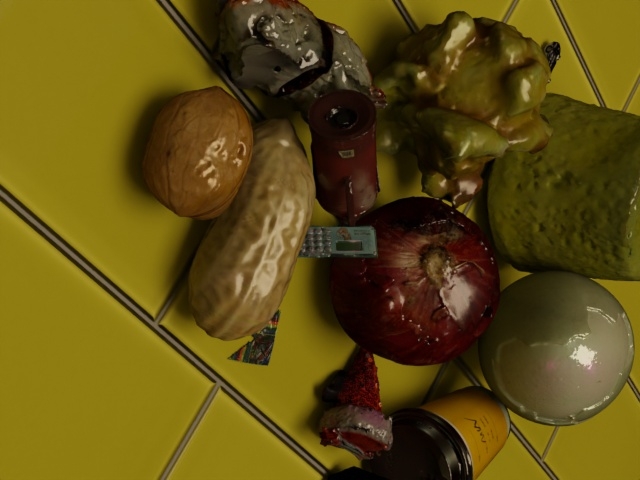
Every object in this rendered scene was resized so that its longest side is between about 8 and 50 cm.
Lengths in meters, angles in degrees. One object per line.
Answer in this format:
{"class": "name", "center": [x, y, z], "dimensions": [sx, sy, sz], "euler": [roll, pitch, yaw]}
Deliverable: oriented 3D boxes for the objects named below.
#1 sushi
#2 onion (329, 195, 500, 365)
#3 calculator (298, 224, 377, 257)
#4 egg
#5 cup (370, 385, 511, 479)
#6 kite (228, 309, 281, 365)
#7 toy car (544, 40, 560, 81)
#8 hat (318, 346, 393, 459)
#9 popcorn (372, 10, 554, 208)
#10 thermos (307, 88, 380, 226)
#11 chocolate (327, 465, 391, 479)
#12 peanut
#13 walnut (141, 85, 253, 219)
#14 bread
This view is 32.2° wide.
{"class": "sushi", "center": [-0.035, -0.250, 1.542], "dimensions": [0.332, 0.124, 0.130], "euler": [20, 56, -49]}
{"class": "onion", "center": [0.147, 0.065, 1.765], "dimensions": [0.276, 0.276, 0.276], "euler": [-16, 111, -46]}
{"class": "calculator", "center": [0.000, 0.000, 1.652], "dimensions": [0.018, 0.172, 0.057], "euler": [108, -19, -61]}
{"class": "egg", "center": [0.419, 0.193, 1.982], "dimensions": [0.336, 0.278, 0.278], "euler": [1, 101, -78]}
{"class": "cup", "center": [0.222, 0.362, 1.973], "dimensions": [0.279, 0.196, 0.196], "euler": [-22, 116, -53]}
{"class": "kite", "center": [-0.093, 0.155, 1.685], "dimensions": [0.122, 0.004, 0.090], "euler": [-48, 131, -30]}
{"class": "toy car", "center": [0.437, -0.342, 2.142], "dimensions": [0.041, 0.025, 0.093], "euler": [35, 77, -49]}
{"class": "hat", "center": [0.061, 0.245, 1.829], "dimensions": [0.140, 0.129, 0.227], "euler": [26, 62, -32]}
{"class": "popcorn", "center": [0.200, -0.220, 1.743], "dimensions": [0.321, 0.325, 0.290], "euler": [39, 43, -73]}
{"class": "thermos", "center": [0.036, -0.098, 1.579], "dimensions": [0.232, 0.098, 0.124], "euler": [85, -3, -52]}
{"class": "chocolate", "center": [0.068, 0.479, 1.885], "dimensions": [0.156, 0.156, 0.133], "euler": [-55, 166, -24]}
{"class": "peanut", "center": [-0.091, -0.019, 1.541], "dimensions": [0.140, 0.153, 0.325], "euler": [18, 76, -15]}
{"class": "walnut", "center": [-0.158, -0.114, 1.445], "dimensions": [0.144, 0.144, 0.180], "euler": [21, 81, -49]}
{"class": "bread", "center": [0.505, -0.097, 2.070], "dimensions": [0.348, 0.307, 0.348], "euler": [-12, 106, -49]}
